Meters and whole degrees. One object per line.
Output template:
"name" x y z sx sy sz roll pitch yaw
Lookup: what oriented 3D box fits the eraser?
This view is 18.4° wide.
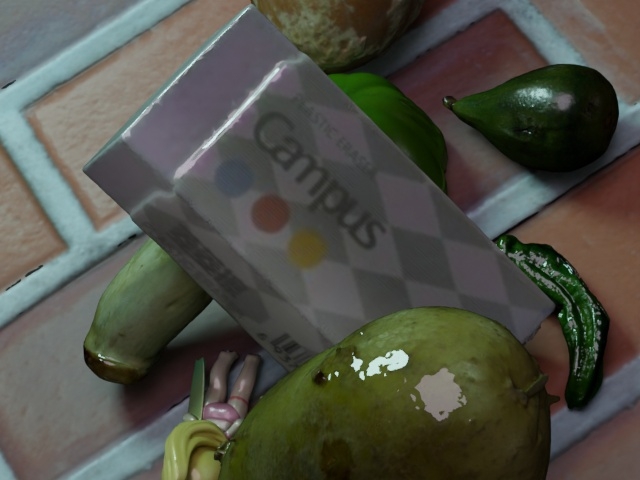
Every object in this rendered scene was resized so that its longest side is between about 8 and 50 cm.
"eraser" 0.000 0.000 1.782 0.397 0.082 0.213 44 84 -10

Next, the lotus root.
"lotus root" 0.028 -0.097 1.916 0.186 0.186 0.186 -6 62 10

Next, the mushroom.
"mushroom" -0.111 0.004 1.861 0.087 0.107 0.333 38 111 -12

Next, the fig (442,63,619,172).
"fig" 0.201 -0.118 1.928 0.177 0.117 0.117 -3 61 30

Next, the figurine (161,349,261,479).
"figurine" -0.106 0.177 1.862 0.083 0.083 0.187 10 56 18

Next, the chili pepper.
"chili pepper" 0.224 0.067 1.852 0.073 0.050 0.182 -24 62 -8

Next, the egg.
"egg" 0.017 -0.279 2.003 0.194 0.195 0.233 7 63 17

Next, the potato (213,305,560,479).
"potato" 0.052 0.194 1.656 0.269 0.359 0.219 32 39 12
